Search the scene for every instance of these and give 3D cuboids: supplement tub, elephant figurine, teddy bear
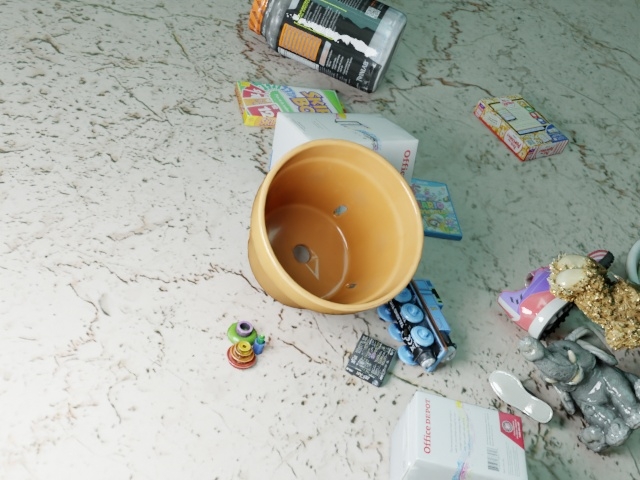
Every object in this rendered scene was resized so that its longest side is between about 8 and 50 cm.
[{"bbox_3d":[0.016,-0.504,2.104,0.338,0.207,0.207,26,41,3],"label":"supplement tub"},{"bbox_3d":[0.450,0.228,1.535,0.239,0.186,0.169,42,67,10],"label":"elephant figurine"},{"bbox_3d":[0.555,0.135,1.597,0.338,0.113,0.245,24,18,-8],"label":"teddy bear"}]

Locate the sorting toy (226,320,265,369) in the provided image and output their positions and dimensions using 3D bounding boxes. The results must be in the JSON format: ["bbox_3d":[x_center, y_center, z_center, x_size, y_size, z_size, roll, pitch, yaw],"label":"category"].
[{"bbox_3d":[-0.120,0.163,1.455,0.061,0.042,0.102,11,42,-12],"label":"sorting toy"}]

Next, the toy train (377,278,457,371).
[{"bbox_3d":[0.176,0.146,1.577,0.105,0.080,0.184,2,44,-30],"label":"toy train"}]

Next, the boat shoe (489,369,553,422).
[{"bbox_3d":[0.348,0.272,1.545,0.125,0.038,0.046,33,84,20],"label":"boat shoe"}]

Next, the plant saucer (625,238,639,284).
[{"bbox_3d":[0.791,0.152,1.818,0.401,0.100,0.400,12,42,-11],"label":"plant saucer"}]

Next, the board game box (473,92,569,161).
[{"bbox_3d":[0.494,-0.282,2.196,0.147,0.045,0.193,-13,52,-33],"label":"board game box"}]

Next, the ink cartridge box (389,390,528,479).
[{"bbox_3d":[0.204,0.330,1.350,0.176,0.127,0.128,16,42,-7],"label":"ink cartridge box"}]

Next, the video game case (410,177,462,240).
[{"bbox_3d":[0.226,-0.070,1.875,0.119,0.015,0.166,8,43,-16],"label":"video game case"}]

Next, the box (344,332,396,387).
[{"bbox_3d":[0.086,0.204,1.518,0.067,0.018,0.083,26,41,4],"label":"box"}]

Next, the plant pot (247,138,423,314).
[{"bbox_3d":[0.000,0.000,1.511,0.291,0.203,0.290,8,70,-22],"label":"plant pot"}]

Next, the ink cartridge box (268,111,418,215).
[{"bbox_3d":[0.041,-0.144,1.728,0.233,0.171,0.168,-3,28,-26],"label":"ink cartridge box"}]

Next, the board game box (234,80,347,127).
[{"bbox_3d":[-0.054,-0.295,1.984,0.260,0.039,0.124,4,45,-24],"label":"board game box"}]

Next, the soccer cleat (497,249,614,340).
[{"bbox_3d":[0.473,0.081,1.757,0.116,0.108,0.318,37,45,23],"label":"soccer cleat"}]
